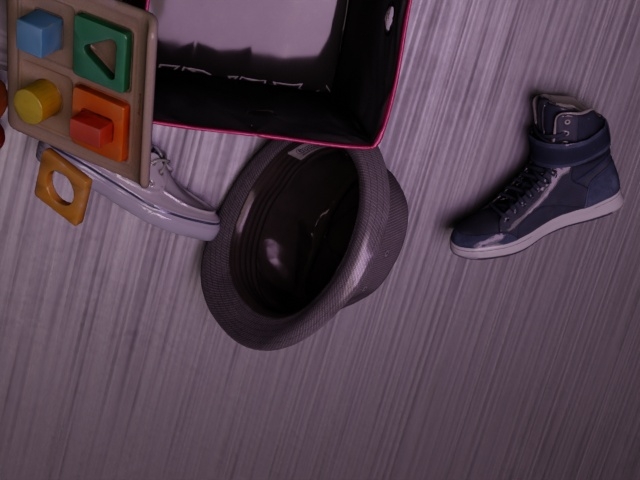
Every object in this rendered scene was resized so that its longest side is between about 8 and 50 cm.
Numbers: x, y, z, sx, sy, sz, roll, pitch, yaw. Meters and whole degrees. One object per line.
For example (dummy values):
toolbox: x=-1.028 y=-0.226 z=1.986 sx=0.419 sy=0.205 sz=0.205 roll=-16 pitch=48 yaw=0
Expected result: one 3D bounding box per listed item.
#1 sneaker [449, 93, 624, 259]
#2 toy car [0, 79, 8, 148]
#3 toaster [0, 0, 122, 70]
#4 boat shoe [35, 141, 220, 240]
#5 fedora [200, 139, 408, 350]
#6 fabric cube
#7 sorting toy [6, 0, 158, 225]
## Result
sneaker: x=0.243 y=-0.081 z=1.634 sx=0.226 sy=0.086 sz=0.163 roll=-23 pitch=122 yaw=-12
toy car: x=-0.413 y=-0.116 z=1.500 sx=0.182 sy=0.159 sz=0.136 roll=-45 pitch=146 yaw=6
toaster: x=-0.287 y=-0.270 z=1.423 sx=0.146 sy=0.129 sz=0.227 roll=20 pitch=111 yaw=-31
boat shoe: x=-0.205 y=-0.076 z=1.566 sx=0.226 sy=0.083 sz=0.076 roll=25 pitch=103 yaw=-16
fedora: x=0.000 y=0.000 z=1.583 sx=0.124 sy=0.243 sz=0.275 roll=19 pitch=104 yaw=-46
fabric cube: x=-0.061 y=-0.257 z=1.439 sx=0.259 sy=0.258 sz=0.254 roll=7 pitch=106 yaw=-12
sorting toy: x=-0.239 y=-0.153 z=1.324 sx=0.196 sy=0.047 sz=0.348 roll=26 pitch=127 yaw=25
